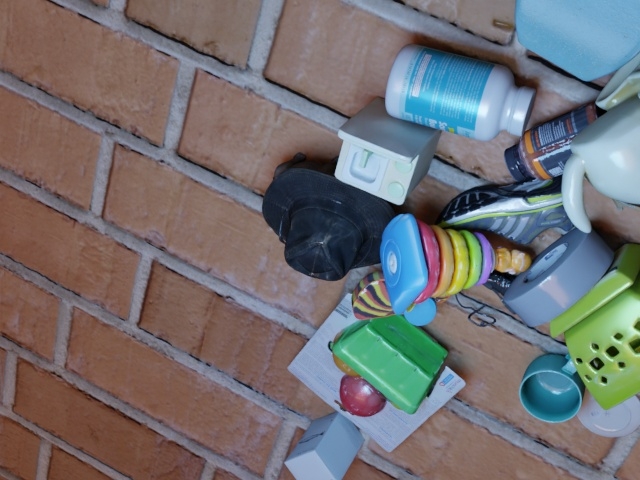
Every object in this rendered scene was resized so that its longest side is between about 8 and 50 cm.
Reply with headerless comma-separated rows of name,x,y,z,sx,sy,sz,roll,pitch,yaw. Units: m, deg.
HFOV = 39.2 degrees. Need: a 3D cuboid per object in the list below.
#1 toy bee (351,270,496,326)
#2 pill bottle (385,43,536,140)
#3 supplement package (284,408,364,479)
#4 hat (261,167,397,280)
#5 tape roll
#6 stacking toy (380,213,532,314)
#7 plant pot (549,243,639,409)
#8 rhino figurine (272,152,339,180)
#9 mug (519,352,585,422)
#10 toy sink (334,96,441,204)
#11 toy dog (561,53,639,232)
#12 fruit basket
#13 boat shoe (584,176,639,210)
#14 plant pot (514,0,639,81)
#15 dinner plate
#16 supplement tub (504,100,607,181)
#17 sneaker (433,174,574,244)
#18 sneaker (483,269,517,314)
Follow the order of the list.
toy bee,0.215,0.087,1.905,0.195,0.298,0.162,-142,51,-60
pill bottle,0.266,-0.275,1.706,0.264,0.146,0.146,18,120,17
supplement package,0.012,0.511,2.183,0.105,0.179,0.105,-29,100,32
hat,0.000,0.000,1.900,0.331,0.134,0.331,16,147,11
tape roll,0.459,0.068,1.740,0.072,0.219,0.219,46,124,0
stacking toy,0.280,0.039,1.769,0.302,0.165,0.175,-1,154,-17
plant pot,0.581,0.149,1.728,0.207,0.227,0.228,49,123,2
rhino figurine,0.011,-0.134,1.915,0.243,0.106,0.073,6,117,22
mug,0.506,0.302,1.905,0.158,0.097,0.129,-25,102,31
toy sink,0.126,-0.169,1.769,0.153,0.234,0.131,23,121,12
toy dog,0.648,-0.105,1.491,0.408,0.284,0.395,41,83,-6
fruit basket,0.122,0.306,2.077,0.327,0.165,0.353,38,139,4
boat shoe,0.576,-0.088,1.707,0.190,0.068,0.072,26,134,11
plant pot,0.461,-0.420,1.499,0.247,0.248,0.252,32,139,7
dinner plate,0.619,0.368,1.935,0.141,0.017,0.141,11,118,21
supplement tub,0.448,-0.178,1.694,0.198,0.106,0.106,-22,103,31
sneaker,0.368,-0.043,1.800,0.300,0.111,0.121,-10,118,33
sneaker,0.406,0.091,1.880,0.170,0.051,0.089,46,124,-7
